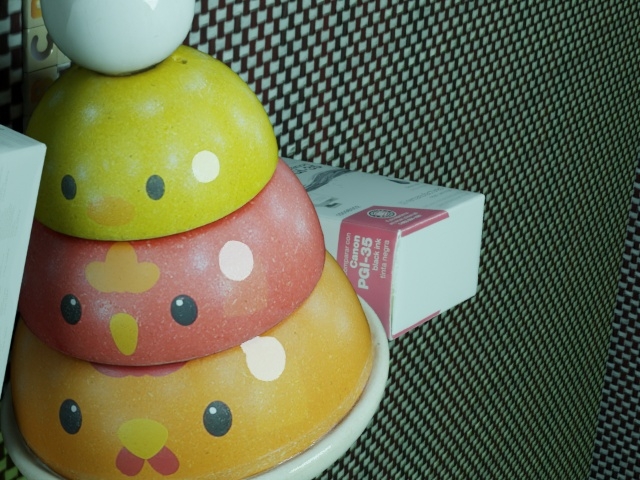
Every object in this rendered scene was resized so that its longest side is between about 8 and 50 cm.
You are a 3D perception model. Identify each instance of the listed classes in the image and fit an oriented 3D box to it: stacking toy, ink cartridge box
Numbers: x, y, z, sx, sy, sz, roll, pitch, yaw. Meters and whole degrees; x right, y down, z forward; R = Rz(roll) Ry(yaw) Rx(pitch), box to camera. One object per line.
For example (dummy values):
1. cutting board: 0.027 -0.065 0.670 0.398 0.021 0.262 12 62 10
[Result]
1. stacking toy: -0.143 -0.040 1.208 0.350 0.350 0.480 -46 136 -43
2. ink cartridge box: 0.000 0.000 1.535 0.207 0.283 0.117 -23 120 -57

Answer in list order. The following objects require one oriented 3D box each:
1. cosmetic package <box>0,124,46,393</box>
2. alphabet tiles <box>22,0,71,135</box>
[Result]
1. cosmetic package: -0.272 0.037 1.071 0.099 0.060 0.239 -24 133 -59
2. alphabet tiles: -0.203 -0.209 1.340 0.198 0.009 0.237 -29 129 -54
